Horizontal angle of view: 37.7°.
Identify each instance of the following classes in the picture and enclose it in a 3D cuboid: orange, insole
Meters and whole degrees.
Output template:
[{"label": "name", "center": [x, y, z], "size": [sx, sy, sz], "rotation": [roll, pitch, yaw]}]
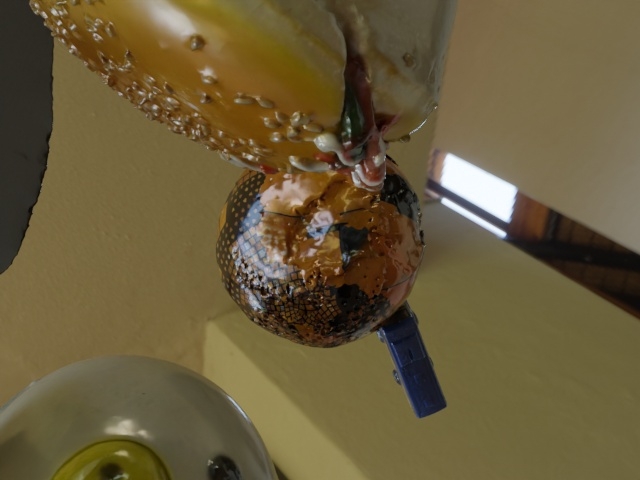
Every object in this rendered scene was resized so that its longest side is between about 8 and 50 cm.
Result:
[{"label": "orange", "center": [0.000, 0.000, 1.019], "size": [0.234, 0.234, 0.182], "rotation": [-56, -16, 3]}, {"label": "insole", "center": [-0.243, -0.131, 0.732], "size": [0.111, 0.007, 0.327], "rotation": [13, -97, -67]}]

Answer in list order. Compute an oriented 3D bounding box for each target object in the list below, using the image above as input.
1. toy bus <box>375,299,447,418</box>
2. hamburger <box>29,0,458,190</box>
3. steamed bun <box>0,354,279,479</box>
[{"label": "toy bus", "center": [0.106, 0.138, 1.102], "size": [0.051, 0.061, 0.153], "rotation": [-24, -60, -3]}, {"label": "hamburger", "center": [-0.057, -0.129, 0.522], "size": [0.227, 0.295, 0.151], "rotation": [27, -86, -31]}, {"label": "steamed bun", "center": [-0.191, 0.290, 0.858], "size": [0.334, 0.334, 0.373], "rotation": [51, -133, -41]}]
